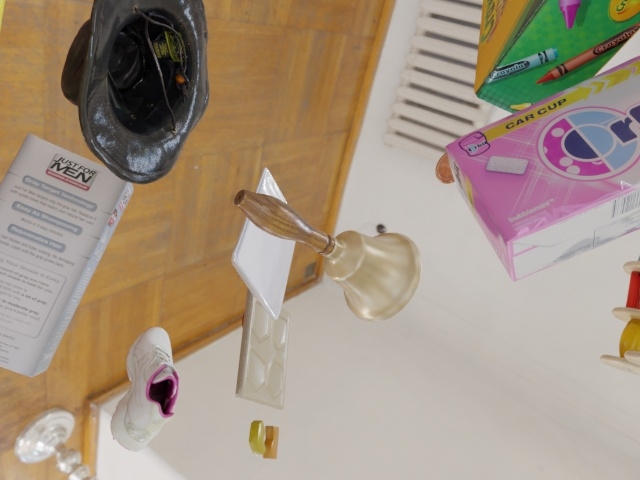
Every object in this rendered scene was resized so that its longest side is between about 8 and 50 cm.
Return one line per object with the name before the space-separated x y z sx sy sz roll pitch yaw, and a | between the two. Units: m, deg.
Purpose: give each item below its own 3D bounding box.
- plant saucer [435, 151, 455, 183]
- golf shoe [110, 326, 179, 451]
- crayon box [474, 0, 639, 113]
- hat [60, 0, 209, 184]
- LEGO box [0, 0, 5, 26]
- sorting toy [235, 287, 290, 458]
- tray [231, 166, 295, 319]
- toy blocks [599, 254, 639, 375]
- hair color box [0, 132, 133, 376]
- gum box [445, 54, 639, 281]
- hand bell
plant saucer | 0.301 -0.171 1.204 0.083 0.013 0.083 -13 124 -20
golf shoe | -0.354 0.298 1.135 0.140 0.306 0.115 -36 125 20
crayon box | 0.233 -0.265 0.500 0.165 0.081 0.278 121 -11 -52
hat | -0.291 -0.256 0.773 0.331 0.134 0.331 13 90 -78
LEGO box | -0.483 -0.165 0.402 0.372 0.193 0.500 5 106 -43
sorting toy | -0.120 0.267 1.038 0.229 0.041 0.307 55 35 -61
tray | -0.096 -0.002 0.897 0.270 0.030 0.145 -81 150 -53
toy blocks | 0.320 0.050 0.488 0.123 0.054 0.148 54 55 -72
hair color box | -0.499 0.025 0.919 0.374 0.185 0.113 -69 -168 -12
gum box | 0.208 -0.061 0.396 0.188 0.107 0.062 -24 142 8
hand bell | 0.000 0.000 0.615 0.242 0.126 0.126 31 86 -38
